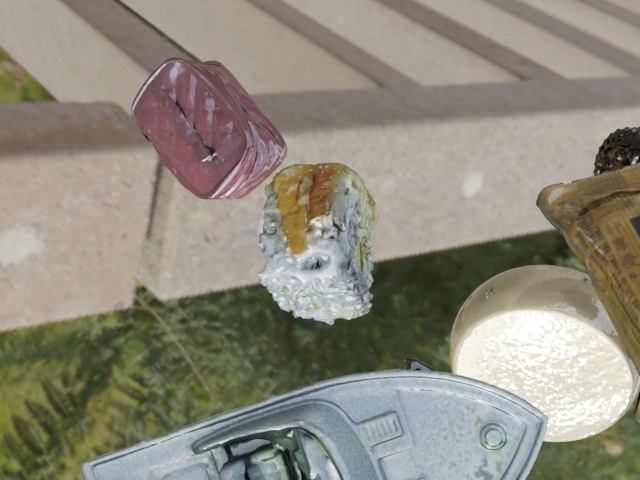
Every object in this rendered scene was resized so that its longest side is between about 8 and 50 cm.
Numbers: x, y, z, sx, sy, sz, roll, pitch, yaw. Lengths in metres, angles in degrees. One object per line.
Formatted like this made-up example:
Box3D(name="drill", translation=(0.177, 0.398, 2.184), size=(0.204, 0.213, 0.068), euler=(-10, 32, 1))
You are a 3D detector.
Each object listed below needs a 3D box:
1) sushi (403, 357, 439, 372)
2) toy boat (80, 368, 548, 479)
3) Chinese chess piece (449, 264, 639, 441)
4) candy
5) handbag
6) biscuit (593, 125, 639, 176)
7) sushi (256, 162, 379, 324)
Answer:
Box3D(name="sushi", translation=(0.095, 0.165, 1.073), size=(0.083, 0.056, 0.085), euler=(-53, 152, -65))
Box3D(name="toy boat", translation=(-0.005, 0.166, 0.701), size=(0.319, 0.141, 0.092), euler=(-20, 174, 2))
Box3D(name="Chinese chess piece", translation=(0.313, 0.158, 1.506), size=(0.102, 0.273, 0.273), euler=(-64, 157, -50))
Box3D(name="candy", translation=(0.312, 0.034, 1.019), size=(0.143, 0.271, 0.101), euler=(-16, 144, -1))
Box3D(name="handbag", translation=(-0.169, -0.168, 1.630), size=(0.146, 0.225, 0.135), euler=(-43, 166, 22))
Box3D(name="biscuit", translation=(0.405, -0.049, 1.327), size=(0.053, 0.194, 0.195), euler=(-19, 130, -18))
Box3D(name="sushi", translation=(0.000, 0.000, 1.433), size=(0.274, 0.139, 0.184), euler=(55, 35, -64))
